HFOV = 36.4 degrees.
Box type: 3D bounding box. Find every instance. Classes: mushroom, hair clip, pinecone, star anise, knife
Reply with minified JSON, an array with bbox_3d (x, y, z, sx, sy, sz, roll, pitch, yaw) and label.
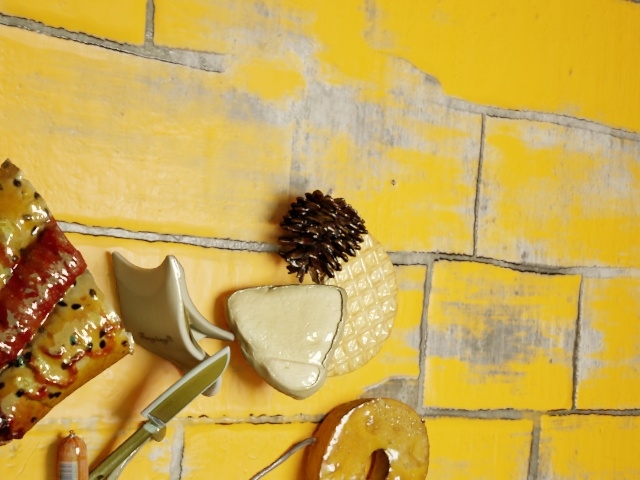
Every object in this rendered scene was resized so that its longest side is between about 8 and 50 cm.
[{"bbox_3d":[-0.353,0.448,1.679,0.068,0.043,0.306,27,78,-8],"label":"mushroom"},{"bbox_3d":[-0.250,0.147,1.671,0.282,0.173,0.113,51,57,-36],"label":"hair clip"},{"bbox_3d":[-0.006,0.001,1.805,0.163,0.163,0.165,37,74,-26],"label":"pinecone"},{"bbox_3d":[-0.125,0.454,1.786,0.219,0.148,0.227,5,57,0],"label":"star anise"},{"bbox_3d":[-0.273,0.297,1.637,0.343,0.027,0.061,-41,138,4],"label":"knife"}]

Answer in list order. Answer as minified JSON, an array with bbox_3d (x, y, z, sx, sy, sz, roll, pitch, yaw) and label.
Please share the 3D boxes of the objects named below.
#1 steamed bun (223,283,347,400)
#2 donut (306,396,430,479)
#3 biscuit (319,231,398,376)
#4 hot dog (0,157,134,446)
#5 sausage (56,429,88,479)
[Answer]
[{"bbox_3d":[-0.062,0.189,1.778,0.231,0.110,0.212,0,66,-6],"label":"steamed bun"},{"bbox_3d":[0.088,0.437,1.899,0.278,0.108,0.277,0,91,-31],"label":"donut"},{"bbox_3d":[0.060,0.143,1.916,0.204,0.040,0.309,40,72,-26],"label":"biscuit"},{"bbox_3d":[-0.518,0.125,1.486,0.365,0.196,0.367,-38,107,-21],"label":"hot dog"},{"bbox_3d":[-0.412,0.490,1.630,0.053,0.053,0.347,-3,92,-31],"label":"sausage"}]
